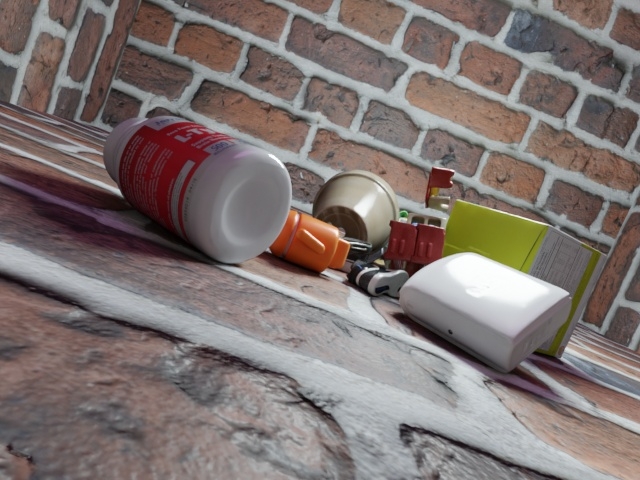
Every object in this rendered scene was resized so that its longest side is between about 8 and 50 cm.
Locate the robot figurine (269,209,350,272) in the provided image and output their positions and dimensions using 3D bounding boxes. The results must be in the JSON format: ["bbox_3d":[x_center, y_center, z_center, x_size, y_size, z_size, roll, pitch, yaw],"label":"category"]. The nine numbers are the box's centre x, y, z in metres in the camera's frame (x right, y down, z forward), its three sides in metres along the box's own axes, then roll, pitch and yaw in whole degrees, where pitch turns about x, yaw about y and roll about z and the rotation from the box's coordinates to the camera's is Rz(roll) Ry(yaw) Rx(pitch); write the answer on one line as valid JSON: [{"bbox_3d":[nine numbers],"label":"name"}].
[{"bbox_3d":[-0.039,0.001,1.140,0.219,0.128,0.158,21,30,-10],"label":"robot figurine"}]

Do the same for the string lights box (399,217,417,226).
[{"bbox_3d":[0.410,0.006,1.641,0.259,0.077,0.133,26,5,29],"label":"string lights box"}]

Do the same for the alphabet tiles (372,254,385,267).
[{"bbox_3d":[0.361,0.103,1.906,0.342,0.011,0.285,18,13,30],"label":"alphabet tiles"}]

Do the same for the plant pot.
[{"bbox_3d":[0.099,-0.065,1.579,0.323,0.323,0.280,23,22,8],"label":"plant pot"}]

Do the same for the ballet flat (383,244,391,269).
[{"bbox_3d":[0.286,0.073,1.617,0.139,0.139,0.400,23,-11,2],"label":"ballet flat"}]

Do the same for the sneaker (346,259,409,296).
[{"bbox_3d":[0.151,0.093,1.239,0.121,0.079,0.217,28,9,32],"label":"sneaker"}]

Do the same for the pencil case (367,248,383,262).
[{"bbox_3d":[0.197,0.008,1.870,0.124,0.113,0.273,62,12,-4],"label":"pencil case"}]

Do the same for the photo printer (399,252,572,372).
[{"bbox_3d":[0.353,0.136,1.027,0.256,0.107,0.307,-22,33,-32],"label":"photo printer"}]

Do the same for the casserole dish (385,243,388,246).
[{"bbox_3d":[0.289,0.006,1.918,0.114,0.037,0.188,-98,163,-53],"label":"casserole dish"}]

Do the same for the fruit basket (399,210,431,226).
[{"bbox_3d":[0.341,-0.041,2.180,0.327,0.165,0.353,-22,2,1],"label":"fruit basket"}]

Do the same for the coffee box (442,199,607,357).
[{"bbox_3d":[0.570,0.109,1.391,0.334,0.338,0.337,18,7,-32],"label":"coffee box"}]

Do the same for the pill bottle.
[{"bbox_3d":[-0.274,-0.128,0.953,0.407,0.229,0.229,26,7,34],"label":"pill bottle"}]

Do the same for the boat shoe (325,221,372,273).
[{"bbox_3d":[0.000,0.000,1.330,0.335,0.119,0.121,19,7,-28],"label":"boat shoe"}]

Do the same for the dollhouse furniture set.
[{"bbox_3d":[0.297,-0.067,1.350,0.152,0.374,0.201,9,-24,14],"label":"dollhouse furniture set"}]
